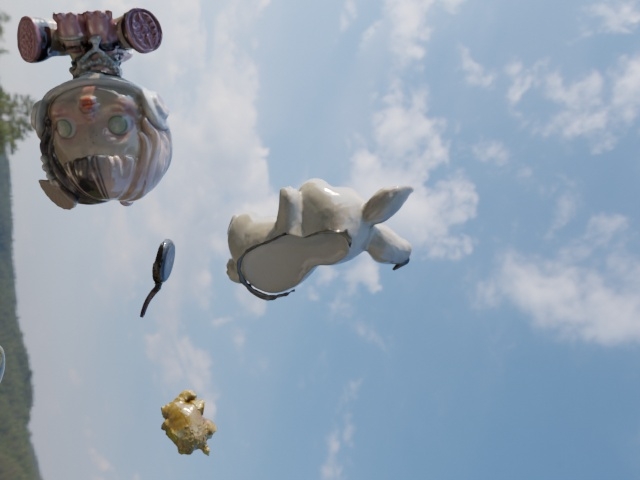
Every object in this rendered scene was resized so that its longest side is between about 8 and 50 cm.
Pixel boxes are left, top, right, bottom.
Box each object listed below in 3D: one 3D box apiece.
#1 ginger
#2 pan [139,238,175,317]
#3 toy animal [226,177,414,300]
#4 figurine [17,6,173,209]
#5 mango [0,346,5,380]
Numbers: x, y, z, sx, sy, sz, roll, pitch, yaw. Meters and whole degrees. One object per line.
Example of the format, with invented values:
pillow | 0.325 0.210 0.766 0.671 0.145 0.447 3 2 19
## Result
ginger | -0.414 0.590 1.927 0.216 0.157 0.102 53 -40 12
pan | -0.404 0.098 1.521 0.115 0.040 0.212 -88 -164 -85
toy animal | -0.005 -0.005 1.028 0.154 0.325 0.209 -87 175 -52
figurine | -0.389 -0.242 1.129 0.211 0.253 0.362 -12 98 -76
mango | -0.797 0.291 1.192 0.264 0.378 0.221 -75 147 -65
